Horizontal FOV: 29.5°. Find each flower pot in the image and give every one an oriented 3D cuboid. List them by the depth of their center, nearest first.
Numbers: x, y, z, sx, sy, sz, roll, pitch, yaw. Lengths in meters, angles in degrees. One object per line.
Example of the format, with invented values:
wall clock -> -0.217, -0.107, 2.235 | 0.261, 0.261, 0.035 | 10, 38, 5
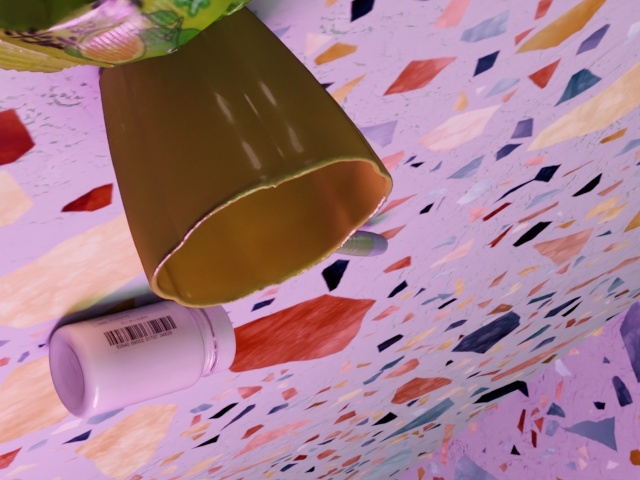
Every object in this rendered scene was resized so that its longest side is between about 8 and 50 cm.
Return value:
flower pot -> -0.069, -0.073, 0.910 | 0.195, 0.179, 0.195 | -24, 159, -10

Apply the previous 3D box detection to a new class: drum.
drum -> 0.011, -0.012, 1.356 | 0.253, 0.049, 0.130 | -9, 152, -44

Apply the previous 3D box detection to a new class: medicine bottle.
medicine bottle -> -0.193, 0.123, 1.332 | 0.186, 0.103, 0.103 | -14, 155, -37

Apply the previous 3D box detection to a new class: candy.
candy -> -0.127, -0.156, 0.771 | 0.246, 0.069, 0.149 | -19, 163, 26
